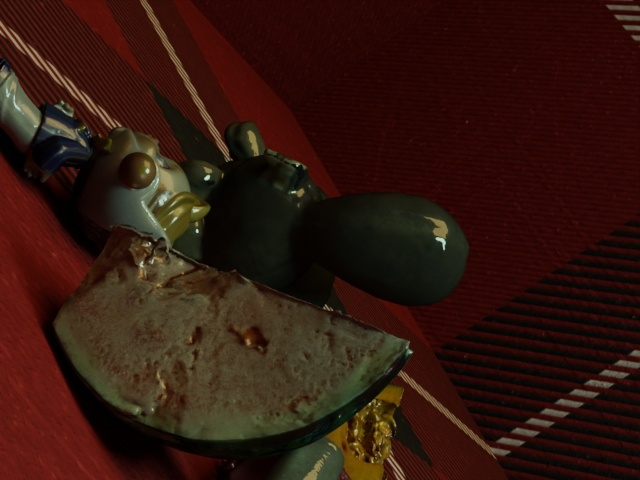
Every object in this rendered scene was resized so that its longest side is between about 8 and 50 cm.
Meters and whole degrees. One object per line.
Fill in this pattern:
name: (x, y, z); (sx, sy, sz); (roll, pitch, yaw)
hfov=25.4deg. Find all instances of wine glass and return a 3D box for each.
wine glass: (-0.039, 0.241, 1.240); (0.066, 0.066, 0.198); (54, 38, -9)

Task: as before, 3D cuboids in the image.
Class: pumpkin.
pumpkin: (0.020, 0.285, 1.684); (0.111, 0.163, 0.278); (13, 26, 4)

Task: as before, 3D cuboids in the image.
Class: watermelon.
watermelon: (-0.074, 0.107, 1.278); (0.305, 0.180, 0.224); (18, 22, 16)

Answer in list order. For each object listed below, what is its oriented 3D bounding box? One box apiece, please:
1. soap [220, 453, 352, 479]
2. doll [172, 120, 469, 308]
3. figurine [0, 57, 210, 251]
soap: (-0.002, 0.301, 1.394); (0.289, 0.112, 0.182); (58, 6, 28)
doll: (-0.010, 0.034, 1.766); (0.378, 0.252, 0.382); (26, -4, 17)
figurine: (-0.243, -0.079, 1.494); (0.194, 0.133, 0.274); (30, -8, 47)
